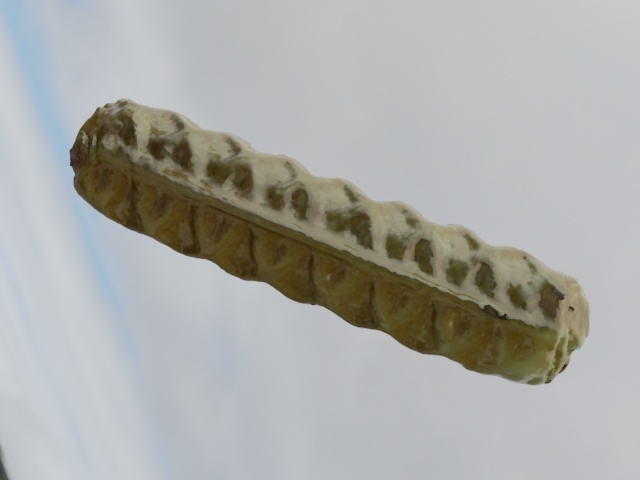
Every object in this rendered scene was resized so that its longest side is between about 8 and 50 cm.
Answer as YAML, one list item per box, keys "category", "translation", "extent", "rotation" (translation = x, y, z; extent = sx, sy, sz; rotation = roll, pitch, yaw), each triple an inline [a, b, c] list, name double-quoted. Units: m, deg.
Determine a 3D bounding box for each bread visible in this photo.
- category: "bread"
  translation: [0.000, -0.001, 0.790]
  extent: [0.367, 0.077, 0.084]
  rotation: [22, -61, 7]
